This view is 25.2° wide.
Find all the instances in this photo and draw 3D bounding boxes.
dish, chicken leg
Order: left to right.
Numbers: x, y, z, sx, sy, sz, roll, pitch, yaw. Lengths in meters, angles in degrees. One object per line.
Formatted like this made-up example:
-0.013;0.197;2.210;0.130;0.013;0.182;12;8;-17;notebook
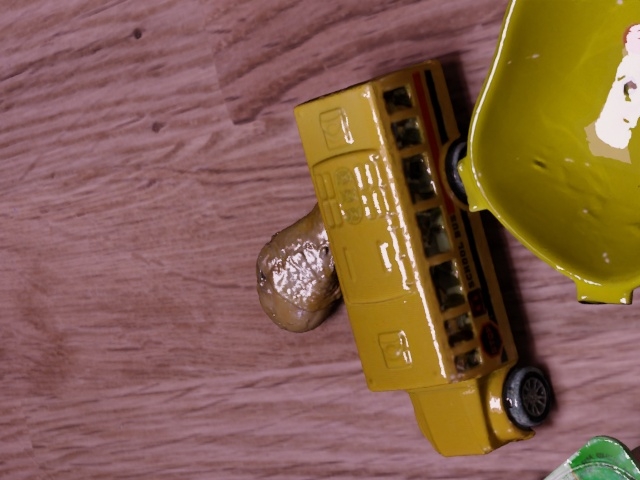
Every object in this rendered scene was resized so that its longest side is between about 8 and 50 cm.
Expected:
-0.002;0.000;1.337;0.085;0.069;0.198;42;121;24;chicken leg
0.233;-0.095;1.057;0.221;0.108;0.262;42;126;26;dish

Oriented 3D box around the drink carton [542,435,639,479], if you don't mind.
0.256;0.220;1.108;0.146;0.142;0.144;53;129;17;drink carton

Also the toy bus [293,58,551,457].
0.084;0.023;1.220;0.121;0.123;0.335;-12;94;44;toy bus
